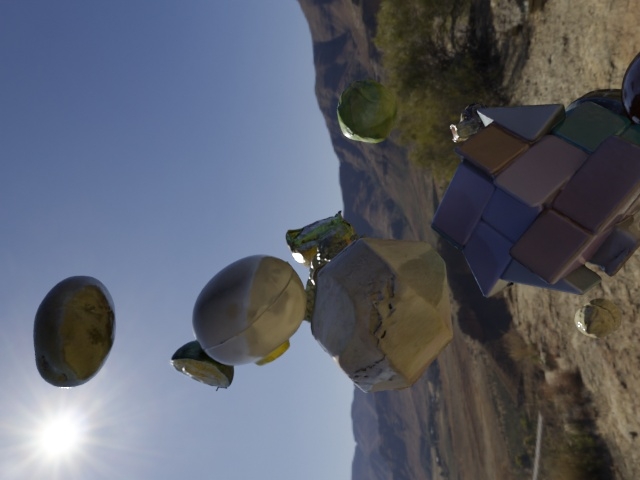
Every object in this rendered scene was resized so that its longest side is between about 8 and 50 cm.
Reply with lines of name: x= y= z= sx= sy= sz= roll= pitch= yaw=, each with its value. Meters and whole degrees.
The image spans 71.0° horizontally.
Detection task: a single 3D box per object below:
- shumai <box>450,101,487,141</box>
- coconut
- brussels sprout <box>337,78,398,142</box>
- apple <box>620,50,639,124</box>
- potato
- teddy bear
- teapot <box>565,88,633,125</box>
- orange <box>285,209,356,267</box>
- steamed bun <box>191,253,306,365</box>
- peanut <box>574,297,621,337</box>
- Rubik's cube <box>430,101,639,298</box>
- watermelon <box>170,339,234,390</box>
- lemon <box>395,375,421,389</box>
shumai: x=0.488 y=-0.380 z=1.482 sx=0.145 sy=0.116 sz=0.145 roll=-7 pitch=-90 yaw=-90
coconut: x=0.148 y=0.151 z=1.011 sx=0.352 sy=0.353 sz=0.352 roll=-3 pitch=-90 yaw=-82
brussels sprout: x=0.157 y=-0.430 z=1.497 sx=0.161 sy=0.223 sz=0.223 roll=-33 pitch=-54 yaw=-43
apple: x=0.633 y=-0.274 z=0.776 sx=0.174 sy=0.188 sz=0.188 roll=-9 pitch=-84 yaw=-71
potato: x=-0.504 y=0.173 z=0.928 sx=0.159 sy=0.174 sz=0.251 roll=31 pitch=-148 yaw=-34
teddy bear: x=0.128 y=0.148 z=1.609 sx=0.224 sy=0.368 sz=0.357 roll=-91 pitch=20 yaw=-65
teapot: x=0.708 y=-0.165 z=1.129 sx=0.344 sy=0.300 sz=0.253 roll=-66 pitch=17 yaw=3
orange: x=0.001 y=0.010 z=1.844 sx=0.334 sy=0.263 sz=0.196 roll=-139 pitch=40 yaw=-55
steamed bun: x=-0.219 y=0.214 z=1.393 sx=0.334 sy=0.374 sz=0.334 roll=51 pitch=-162 yaw=-24
peanut: x=0.877 y=0.243 z=1.420 sx=0.257 sy=0.124 sz=0.123 roll=8 pitch=-102 yaw=-50
Rubik's cube: x=0.447 y=-0.083 z=0.883 sx=0.358 sy=0.387 sz=0.368 roll=44 pitch=136 yaw=31
watermelon: x=-0.382 y=0.411 z=1.522 sx=0.232 sy=0.204 sz=0.127 roll=37 pitch=-132 yaw=-24
lemon: x=0.214 y=0.341 z=1.375 sx=0.253 sy=0.228 sz=0.228 roll=-10 pitch=-81 yaw=-52
